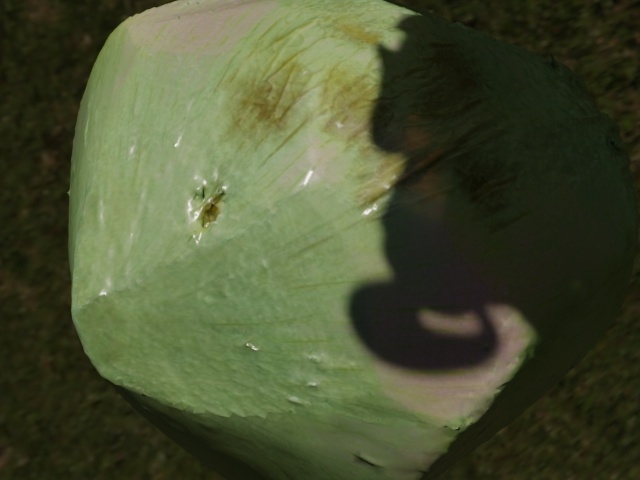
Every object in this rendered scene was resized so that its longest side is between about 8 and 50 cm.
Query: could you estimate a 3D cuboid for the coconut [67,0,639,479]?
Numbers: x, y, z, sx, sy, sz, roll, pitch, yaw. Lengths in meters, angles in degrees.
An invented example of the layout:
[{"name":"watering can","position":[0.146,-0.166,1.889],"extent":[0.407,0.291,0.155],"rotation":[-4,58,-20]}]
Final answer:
[{"name":"coconut","position":[0.000,0.000,0.924],"extent":[0.328,0.328,0.281],"rotation":[45,139,16]}]
